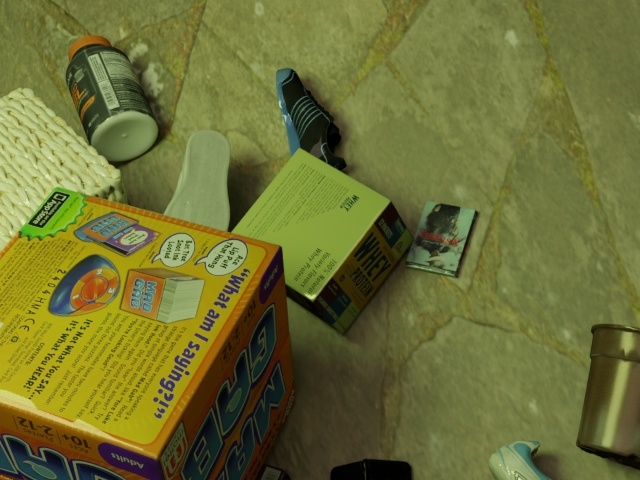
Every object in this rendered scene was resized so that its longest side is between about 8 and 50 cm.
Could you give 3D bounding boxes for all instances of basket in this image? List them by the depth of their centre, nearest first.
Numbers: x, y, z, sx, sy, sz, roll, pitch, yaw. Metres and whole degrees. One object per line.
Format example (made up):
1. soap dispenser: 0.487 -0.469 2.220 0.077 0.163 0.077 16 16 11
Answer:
1. basket: -0.486 -0.012 1.660 0.266 0.331 0.328 -34 56 -26

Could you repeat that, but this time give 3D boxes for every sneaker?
1. sneaker: 0.311 0.375 1.349 0.086 0.085 0.237 -24 62 -2
2. sneaker: -0.210 -0.024 1.683 0.108 0.169 0.293 15 50 -6
3. sneaker: -0.016 -0.208 1.764 0.090 0.081 0.232 -16 67 8

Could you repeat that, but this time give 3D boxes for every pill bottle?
1. pill bottle: -0.401 -0.276 1.900 0.130 0.130 0.246 -29 58 3

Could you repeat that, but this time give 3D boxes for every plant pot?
1. plant pot: 0.423 0.215 1.352 0.166 0.167 0.165 14 77 25

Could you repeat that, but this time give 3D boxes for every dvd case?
1. dvd case: 0.194 -0.003 1.620 0.087 0.013 0.120 12 70 24

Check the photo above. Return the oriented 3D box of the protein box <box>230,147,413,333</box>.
1. protein box: 0.000 0.000 1.609 0.201 0.136 0.200 32 79 33

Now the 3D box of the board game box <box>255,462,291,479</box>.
1. board game box: -0.206 0.465 1.473 0.208 0.056 0.347 16 61 21

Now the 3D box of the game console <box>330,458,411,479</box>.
1. game console: 0.073 0.385 1.467 0.107 0.071 0.122 6 63 -11

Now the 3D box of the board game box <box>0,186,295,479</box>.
1. board game box: -0.272 0.204 1.393 0.356 0.356 0.357 15 47 17
